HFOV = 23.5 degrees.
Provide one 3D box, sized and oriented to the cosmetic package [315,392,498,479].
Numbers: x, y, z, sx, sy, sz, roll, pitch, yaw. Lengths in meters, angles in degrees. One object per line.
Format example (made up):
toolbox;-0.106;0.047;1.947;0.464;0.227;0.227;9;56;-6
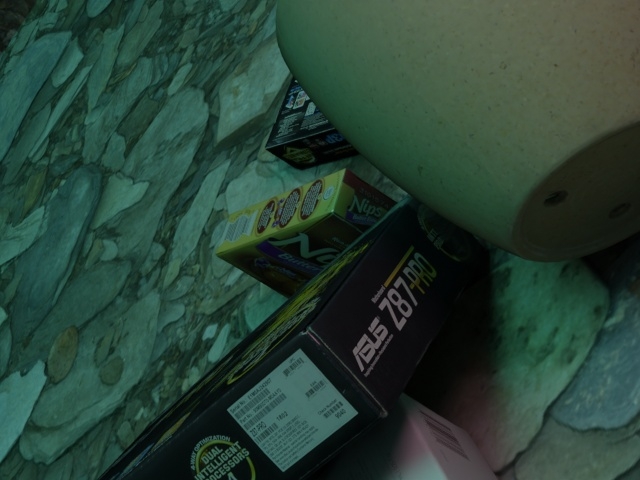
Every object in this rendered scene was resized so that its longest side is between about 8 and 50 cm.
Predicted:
cosmetic package;0.049;0.318;1.053;0.284;0.097;0.377;-50;28;11

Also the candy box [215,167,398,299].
candy box;0.000;0.000;1.436;0.186;0.109;0.053;-21;44;49

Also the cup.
cup;0.162;-0.126;1.137;0.331;0.331;0.237;-43;56;27

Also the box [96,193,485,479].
box;-0.060;0.148;1.264;0.395;0.097;0.318;-42;1;29

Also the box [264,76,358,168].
box;0.046;-0.174;1.598;0.220;0.051;0.175;-12;52;54
